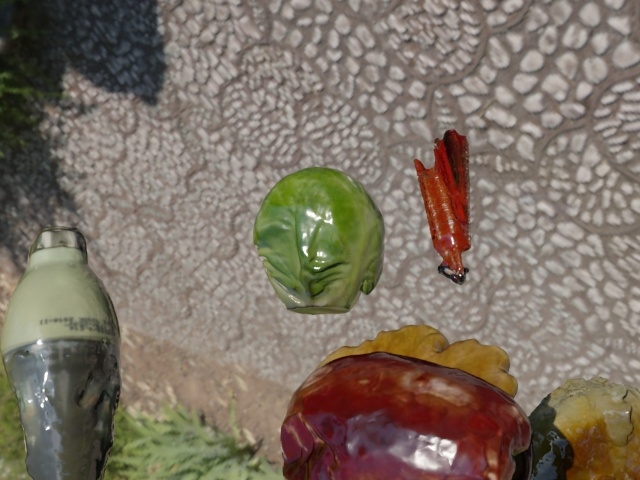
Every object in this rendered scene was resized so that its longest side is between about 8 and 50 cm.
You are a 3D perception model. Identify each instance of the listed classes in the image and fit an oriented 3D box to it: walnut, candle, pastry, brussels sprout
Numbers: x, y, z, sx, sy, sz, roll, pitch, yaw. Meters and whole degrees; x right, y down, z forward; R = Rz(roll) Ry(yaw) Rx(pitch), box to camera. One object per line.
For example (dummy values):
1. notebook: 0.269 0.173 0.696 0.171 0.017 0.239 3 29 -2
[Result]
1. walnut: 0.095 0.199 0.910 0.269 0.244 0.222 -2 132 30
2. candle: 0.181 -0.049 1.239 0.084 0.302 0.059 -25 129 21
3. pastry: 0.365 0.311 1.164 0.121 0.235 0.257 -157 51 -80
4. brussels sprout: 0.000 0.000 1.468 0.244 0.244 0.244 29 146 22

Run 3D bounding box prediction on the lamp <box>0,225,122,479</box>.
1. lamp: -0.212 0.102 0.731 0.101 0.101 0.250 132 133 -59
